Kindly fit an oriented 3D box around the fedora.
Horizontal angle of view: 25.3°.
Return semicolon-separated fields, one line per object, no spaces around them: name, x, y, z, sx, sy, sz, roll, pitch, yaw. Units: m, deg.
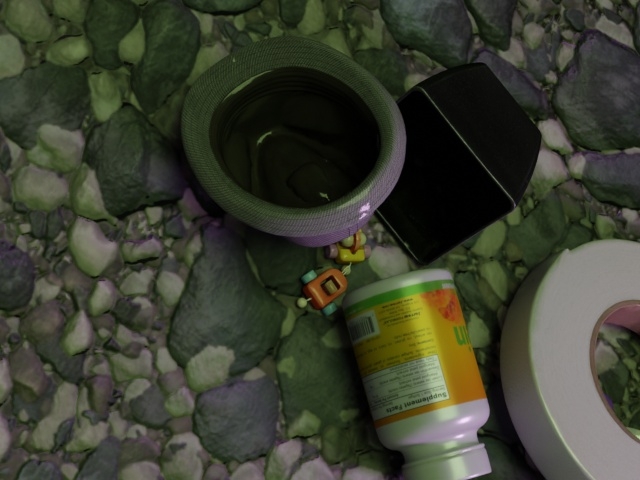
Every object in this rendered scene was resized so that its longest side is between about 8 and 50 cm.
fedora;-0.025;-0.096;1.670;0.244;0.124;0.275;-39;61;-17

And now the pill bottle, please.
pill bottle;0.120;0.167;1.678;0.136;0.136;0.245;-10;79;-28

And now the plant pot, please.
plant pot;0.164;-0.115;1.774;0.187;0.188;0.167;50;49;-4

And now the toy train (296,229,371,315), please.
toy train;0.000;0.000;1.726;0.125;0.046;0.166;-29;88;-31

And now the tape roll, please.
tape roll;0.405;0.183;1.820;0.392;0.072;0.392;14;61;-25

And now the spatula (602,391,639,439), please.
spatula;0.430;0.264;1.860;0.296;0.030;0.084;25;64;-17
